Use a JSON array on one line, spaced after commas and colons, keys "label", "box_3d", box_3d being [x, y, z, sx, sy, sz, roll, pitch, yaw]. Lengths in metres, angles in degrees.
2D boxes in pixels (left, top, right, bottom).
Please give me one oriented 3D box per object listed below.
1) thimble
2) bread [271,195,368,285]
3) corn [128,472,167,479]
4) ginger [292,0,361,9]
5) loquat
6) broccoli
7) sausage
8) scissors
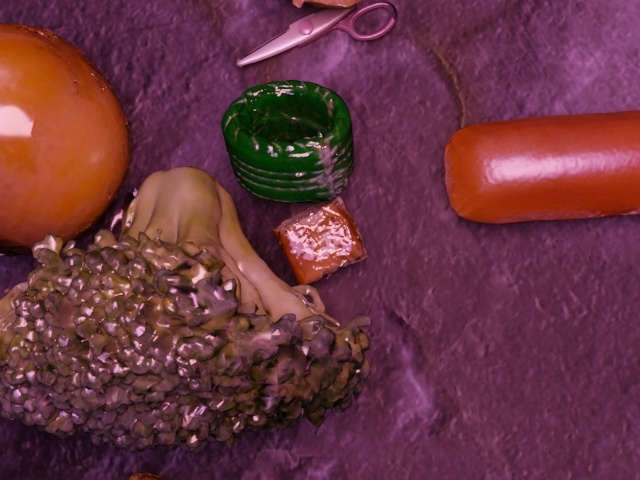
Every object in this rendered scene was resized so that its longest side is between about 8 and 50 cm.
[{"label": "thimble", "box_3d": [-0.028, -0.097, 1.061, 0.130, 0.090, 0.118, 33, 59, 30]}, {"label": "bread", "box_3d": [0.001, 0.001, 1.082, 0.083, 0.076, 0.070, -25, 96, 2]}, {"label": "corn", "box_3d": [-0.222, 0.345, 1.077, 0.080, 0.080, 0.231, 28, 90, 7]}, {"label": "ginger", "box_3d": [0.042, -0.326, 1.064, 0.267, 0.138, 0.152, -34, 88, 7]}, {"label": "loquat", "box_3d": [-0.302, -0.096, 1.041, 0.235, 0.235, 0.235, 0, 87, 6]}, {"label": "broccoli", "box_3d": [-0.129, 0.092, 0.973, 0.334, 0.272, 0.324, -23, 115, 44]}, {"label": "sausage", "box_3d": [0.260, -0.073, 1.046, 0.274, 0.105, 0.105, -4, 86, 5]}, {"label": "scissors", "box_3d": [-0.009, -0.224, 1.119, 0.176, 0.022, 0.085, -27, 80, 1]}]
